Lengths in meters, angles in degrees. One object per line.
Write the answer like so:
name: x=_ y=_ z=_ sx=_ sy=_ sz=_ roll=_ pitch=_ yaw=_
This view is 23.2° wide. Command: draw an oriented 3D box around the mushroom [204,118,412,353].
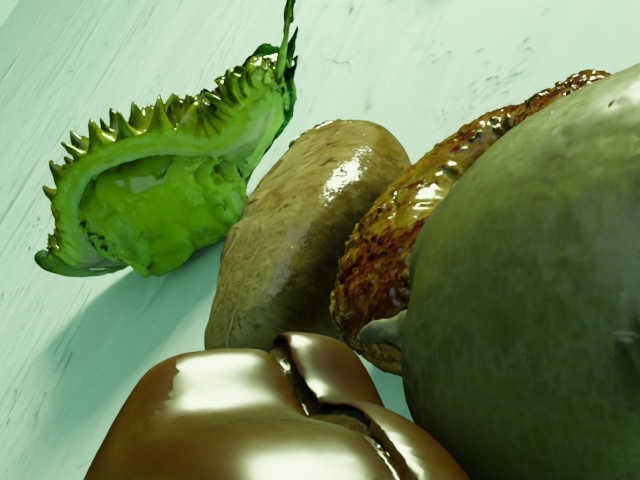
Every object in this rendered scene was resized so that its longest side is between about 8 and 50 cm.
mushroom: x=-0.001 y=-0.002 z=0.887 sx=0.094 sy=0.072 sz=0.210 roll=-8 pitch=44 yaw=50

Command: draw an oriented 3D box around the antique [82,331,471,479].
antique: x=-0.011 y=0.158 z=0.440 sx=0.223 sy=0.129 sz=0.278 roll=105 pitch=154 yaw=-48

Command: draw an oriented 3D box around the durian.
durian: x=-0.118 y=-0.046 z=1.120 sx=0.375 sy=0.132 sz=0.106 roll=-35 pitch=12 yaw=44

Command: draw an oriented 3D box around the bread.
bread: x=0.078 y=-0.011 z=0.761 sx=0.193 sy=0.064 sz=0.193 roll=-40 pitch=19 yaw=17

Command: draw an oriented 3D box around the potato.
potato: x=0.129 y=0.016 z=0.470 sx=0.251 sy=0.159 sz=0.174 roll=-12 pitch=14 yaw=20
